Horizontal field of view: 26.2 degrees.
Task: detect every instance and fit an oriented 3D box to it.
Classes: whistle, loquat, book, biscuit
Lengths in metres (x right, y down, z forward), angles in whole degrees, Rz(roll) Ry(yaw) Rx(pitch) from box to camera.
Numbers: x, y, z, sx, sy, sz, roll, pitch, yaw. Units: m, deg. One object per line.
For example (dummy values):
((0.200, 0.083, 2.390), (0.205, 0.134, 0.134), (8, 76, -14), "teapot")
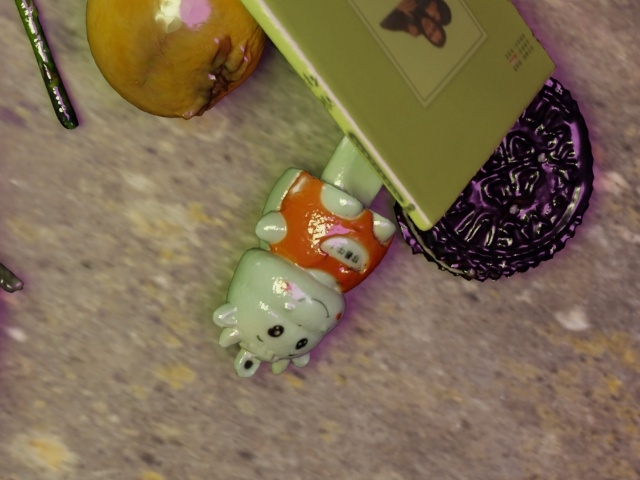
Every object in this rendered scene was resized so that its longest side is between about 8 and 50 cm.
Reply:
((0.000, 0.000, 1.105), (0.253, 0.105, 0.101), (-60, 155, -4), "whistle")
((-0.106, -0.162, 1.012), (0.141, 0.141, 0.141), (-4, 101, -22), "loquat")
((0.027, -0.206, 1.029), (0.352, 0.035, 0.239), (53, 47, -13), "book")
((0.150, -0.057, 1.181), (0.194, 0.053, 0.195), (-4, 100, -22), "biscuit")

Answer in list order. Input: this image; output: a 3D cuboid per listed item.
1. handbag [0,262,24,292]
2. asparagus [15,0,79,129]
((-0.325, 0.054, 0.866), (0.275, 0.178, 0.302), (-25, 151, -13), "handbag")
((-0.224, -0.192, 1.014), (0.023, 0.022, 0.233), (-38, 116, -51), "asparagus")
